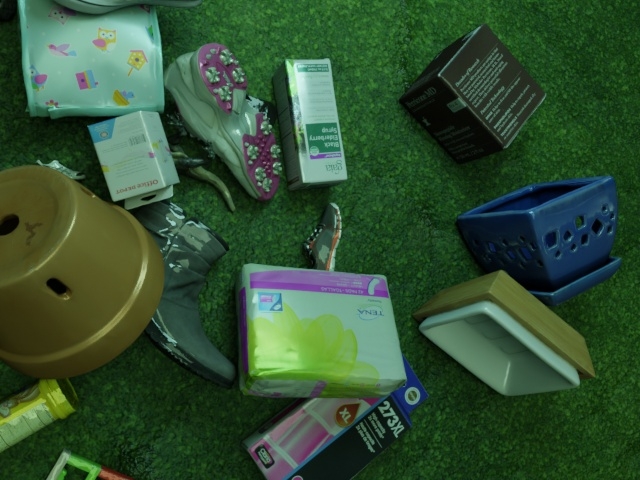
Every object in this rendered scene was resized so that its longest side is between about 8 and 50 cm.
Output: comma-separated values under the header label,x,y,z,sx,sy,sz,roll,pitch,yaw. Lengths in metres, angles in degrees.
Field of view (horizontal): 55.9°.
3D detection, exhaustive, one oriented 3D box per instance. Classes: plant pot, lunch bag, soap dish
label,x,y,z,sx,sy,sz,roll,pitch,yaw
plant pot,-0.401,0.028,0.876,0.291,0.203,0.290,-5,57,7
lunch bag,-0.382,-0.327,1.009,0.224,0.160,0.262,-5,82,-22
plant pot,0.465,0.005,1.260,0.236,0.236,0.212,-21,98,-22
soap dish,0.367,0.189,1.216,0.291,0.229,0.118,37,58,-14

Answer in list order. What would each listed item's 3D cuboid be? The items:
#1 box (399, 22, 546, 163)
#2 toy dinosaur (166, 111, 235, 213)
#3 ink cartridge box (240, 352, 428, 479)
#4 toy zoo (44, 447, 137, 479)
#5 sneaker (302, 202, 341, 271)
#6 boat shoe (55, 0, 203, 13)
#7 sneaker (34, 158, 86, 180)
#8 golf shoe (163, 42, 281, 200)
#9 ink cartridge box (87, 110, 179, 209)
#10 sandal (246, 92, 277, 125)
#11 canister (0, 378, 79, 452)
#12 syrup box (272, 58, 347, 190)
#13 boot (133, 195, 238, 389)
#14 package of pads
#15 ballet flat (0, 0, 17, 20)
label,x,y,z,sx,sy,sz,roll,pitch,yaw
box,0.314,-0.298,1.257,0.203,0.168,0.167,43,74,-12
toy dinosaur,-0.248,-0.150,1.076,0.268,0.118,0.064,27,43,-18
ink cartridge box,0.047,0.348,1.164,0.371,0.069,0.175,-35,97,-22
toy zoo,-0.350,0.501,1.017,0.293,0.030,0.192,31,76,-16
sneaker,0.000,0.000,1.176,0.065,0.061,0.157,10,82,-13
boat shoe,-0.286,-0.411,0.933,0.268,0.088,0.096,-9,82,-34
sneaker,-0.446,-0.121,1.033,0.083,0.032,0.036,3,85,-21
golf shoe,-0.174,-0.204,1.098,0.115,0.140,0.306,-57,134,-43
ink cartridge box,-0.299,-0.130,0.987,0.092,0.090,0.143,-14,100,5
sandal,-0.164,-0.263,1.144,0.179,0.040,0.067,11,83,-19
canister,-0.476,0.275,0.940,0.170,0.126,0.073,-30,96,-18
syrup box,-0.022,-0.220,1.165,0.093,0.096,0.236,-8,87,-21
boot,-0.227,0.087,1.057,0.338,0.118,0.222,44,68,-15
package of pads,-0.002,0.169,1.093,0.297,0.101,0.229,5,55,-19
ballet flat,-0.537,-0.457,1.017,0.058,0.049,0.173,-3,86,-21
